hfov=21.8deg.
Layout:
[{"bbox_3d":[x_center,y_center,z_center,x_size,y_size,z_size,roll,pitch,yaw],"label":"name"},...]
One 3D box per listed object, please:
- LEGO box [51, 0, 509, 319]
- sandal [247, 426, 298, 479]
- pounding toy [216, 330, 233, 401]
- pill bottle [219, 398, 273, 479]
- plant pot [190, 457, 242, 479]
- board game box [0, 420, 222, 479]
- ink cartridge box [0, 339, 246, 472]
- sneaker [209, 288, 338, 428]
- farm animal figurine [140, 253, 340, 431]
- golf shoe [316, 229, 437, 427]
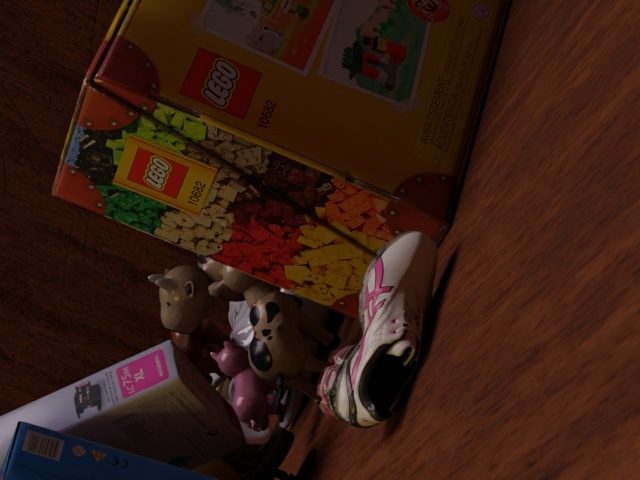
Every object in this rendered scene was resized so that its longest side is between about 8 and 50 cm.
[{"bbox_3d":[-0.016,-0.210,1.772,0.193,0.372,0.500,118,173,-51],"label":"LEGO box"},{"bbox_3d":[-0.061,0.301,1.902,0.254,0.054,0.097,108,-172,-47],"label":"sandal"},{"bbox_3d":[-0.129,0.251,2.518,0.181,0.094,0.206,119,172,-54],"label":"pounding toy"},{"bbox_3d":[-0.167,0.348,2.298,0.130,0.130,0.246,-87,19,-75],"label":"pill bottle"},{"bbox_3d":[-0.193,0.383,2.097,0.237,0.237,0.254,-64,-9,32],"label":"plant pot"},{"bbox_3d":[-0.213,0.350,1.763,0.086,0.308,0.302,-82,13,-45],"label":"board game box"},{"bbox_3d":[-0.257,0.227,1.801,0.186,0.311,0.065,56,-171,-55],"label":"ink cartridge box"},{"bbox_3d":[-0.077,0.138,2.214,0.210,0.137,0.366,-66,8,-21],"label":"sneaker"},{"bbox_3d":[-0.098,0.050,1.962,0.330,0.172,0.327,-6,59,54],"label":"farm animal figurine"},{"bbox_3d":[0.068,0.079,1.461,0.086,0.067,0.186,3,68,56],"label":"golf shoe"}]
